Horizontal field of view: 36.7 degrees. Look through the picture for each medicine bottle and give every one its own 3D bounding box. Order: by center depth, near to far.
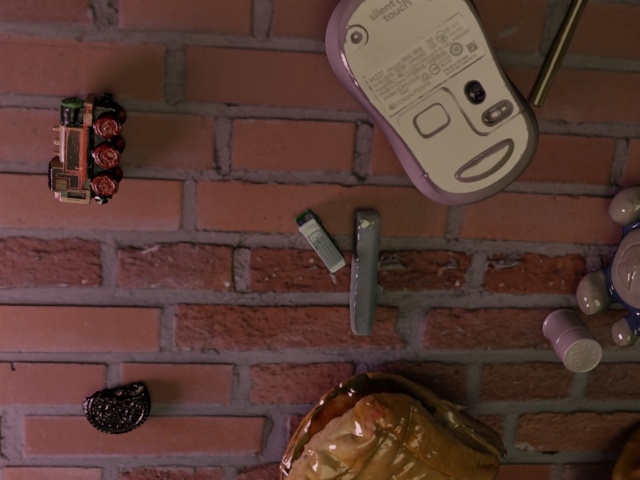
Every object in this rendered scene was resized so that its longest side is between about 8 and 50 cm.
[{"bbox_3d":[0.348,0.138,1.337,0.057,0.089,0.057,-3,114,-7],"label":"medicine bottle"}]

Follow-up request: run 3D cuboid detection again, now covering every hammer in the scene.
[{"bbox_3d":[0.301,-0.259,1.188,0.062,0.013,0.199,15,111,-15],"label":"hammer"}]

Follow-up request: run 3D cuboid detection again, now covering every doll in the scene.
[{"bbox_3d":[0.457,0.057,1.227,0.154,0.258,0.228,13,109,-16],"label":"doll"}]

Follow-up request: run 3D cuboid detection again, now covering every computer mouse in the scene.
[{"bbox_3d":[0.137,-0.185,1.139,0.184,0.121,0.297,-37,101,10],"label":"computer mouse"}]

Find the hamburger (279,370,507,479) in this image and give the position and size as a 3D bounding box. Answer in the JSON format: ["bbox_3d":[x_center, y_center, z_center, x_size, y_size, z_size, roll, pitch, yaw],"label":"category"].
[{"bbox_3d":[0.069,0.280,1.318,0.330,0.162,0.209,-25,114,5],"label":"hamburger"}]

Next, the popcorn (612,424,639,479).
[{"bbox_3d":[0.567,0.433,1.418,0.349,0.349,0.381,18,85,-17],"label":"popcorn"}]

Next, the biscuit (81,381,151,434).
[{"bbox_3d":[-0.275,0.224,1.307,0.087,0.027,0.089,35,106,-23],"label":"biscuit"}]

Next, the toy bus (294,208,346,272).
[{"bbox_3d":[0.000,0.000,1.244,0.031,0.037,0.083,-34,115,6],"label":"toy bus"}]

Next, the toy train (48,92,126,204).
[{"bbox_3d":[-0.276,-0.110,1.141,0.087,0.050,0.138,5,113,-8],"label":"toy train"}]

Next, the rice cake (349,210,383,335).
[{"bbox_3d":[0.062,0.044,1.278,0.042,0.030,0.180,-4,116,-12],"label":"rice cake"}]
